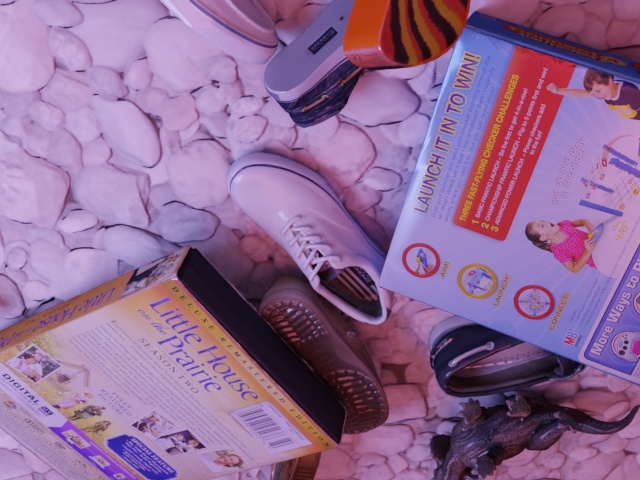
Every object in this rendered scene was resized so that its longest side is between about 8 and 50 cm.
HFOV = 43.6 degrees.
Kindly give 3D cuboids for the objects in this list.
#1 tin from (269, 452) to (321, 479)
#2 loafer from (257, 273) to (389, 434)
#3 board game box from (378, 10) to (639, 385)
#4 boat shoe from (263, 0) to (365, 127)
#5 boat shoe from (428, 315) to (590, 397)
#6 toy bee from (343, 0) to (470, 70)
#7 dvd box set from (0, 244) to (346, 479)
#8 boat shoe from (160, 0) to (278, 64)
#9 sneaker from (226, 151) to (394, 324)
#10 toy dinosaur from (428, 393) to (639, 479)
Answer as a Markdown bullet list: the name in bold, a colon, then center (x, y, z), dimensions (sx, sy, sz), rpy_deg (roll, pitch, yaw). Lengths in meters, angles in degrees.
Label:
- **tin**: center (-0.035, 0.304, 1.102), dimensions (0.040, 0.106, 0.189), rpy_deg (8, 124, -16)
- **loafer**: center (0.011, 0.140, 1.002), dimensions (0.102, 0.092, 0.268), rpy_deg (-19, 125, 14)
- **board game box**: center (0.248, -0.040, 0.828), dimensions (0.302, 0.086, 0.308), rpy_deg (21, 120, 9)
- **boat shoe**: center (0.028, -0.193, 0.809), dimensions (0.183, 0.065, 0.083), rpy_deg (-37, 154, 2)
- **boat shoe**: center (0.290, 0.136, 1.006), dimensions (0.303, 0.091, 0.114), rpy_deg (-16, 122, 9)
- **toy bee**: center (0.119, -0.286, 0.688), dimensions (0.162, 0.195, 0.298), rpy_deg (5, 115, -34)
- **dvd box set**: center (-0.223, 0.190, 0.989), dimensions (0.421, 0.062, 0.307), rpy_deg (-23, 122, 30)
- **boat shoe**: center (-0.124, -0.269, 0.728), dimensions (0.258, 0.095, 0.084), rpy_deg (39, 119, -24)
- **sneaker**: center (0.000, 0.000, 0.909), dimensions (0.258, 0.091, 0.094), rpy_deg (38, 115, -23)
- **toy dinosaur**: center (0.260, 0.253, 1.077), dimensions (0.314, 0.121, 0.160), rpy_deg (-27, 164, 3)
